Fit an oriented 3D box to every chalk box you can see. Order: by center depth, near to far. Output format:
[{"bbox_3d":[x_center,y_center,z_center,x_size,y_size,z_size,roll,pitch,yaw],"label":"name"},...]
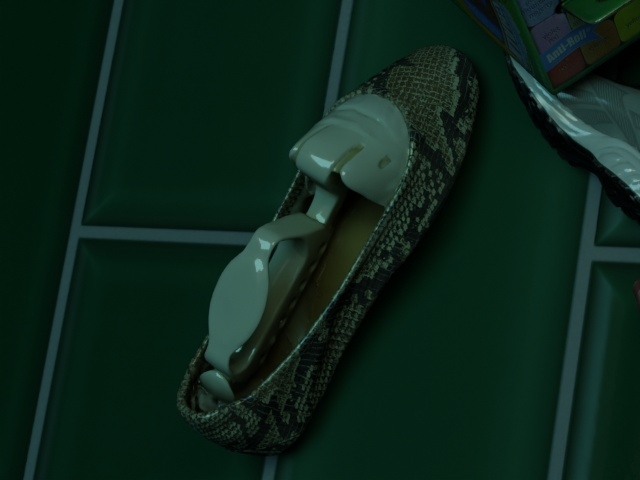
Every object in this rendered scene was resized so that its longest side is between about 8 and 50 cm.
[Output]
[{"bbox_3d":[0.229,-0.279,1.782,0.180,0.179,0.289,-32,42,-3],"label":"chalk box"}]

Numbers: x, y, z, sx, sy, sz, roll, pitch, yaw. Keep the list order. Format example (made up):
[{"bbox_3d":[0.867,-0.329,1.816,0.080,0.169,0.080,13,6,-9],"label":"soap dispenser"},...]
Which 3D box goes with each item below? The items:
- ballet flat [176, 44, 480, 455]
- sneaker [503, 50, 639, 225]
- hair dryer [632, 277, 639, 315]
[{"bbox_3d":[0.000,0.000,1.914,0.164,0.182,0.483,32,94,36],"label":"ballet flat"},{"bbox_3d":[0.281,-0.119,1.829,0.108,0.100,0.271,-42,58,-3],"label":"sneaker"},{"bbox_3d":[0.411,0.101,1.699,0.293,0.080,0.224,20,71,30],"label":"hair dryer"}]
